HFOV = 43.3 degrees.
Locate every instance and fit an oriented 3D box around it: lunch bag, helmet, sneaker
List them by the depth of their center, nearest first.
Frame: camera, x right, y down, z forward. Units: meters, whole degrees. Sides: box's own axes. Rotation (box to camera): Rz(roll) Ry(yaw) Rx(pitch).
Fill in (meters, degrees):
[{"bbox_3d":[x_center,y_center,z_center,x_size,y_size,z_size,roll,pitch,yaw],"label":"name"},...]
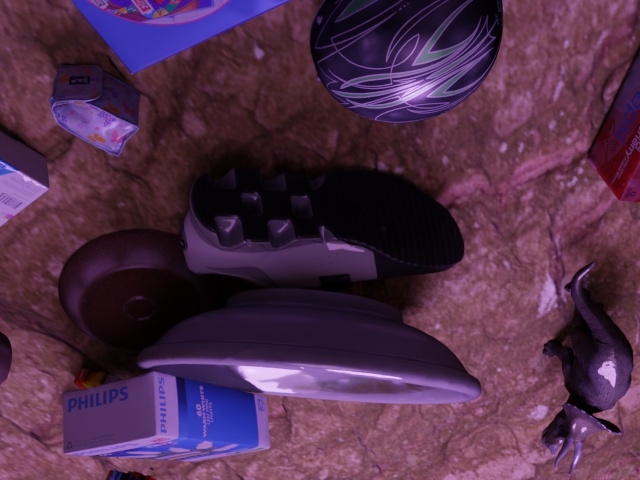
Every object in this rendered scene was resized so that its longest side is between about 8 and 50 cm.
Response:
[{"bbox_3d":[0.079,-0.188,0.742,0.169,0.161,0.169,20,148,14],"label":"helmet"},{"bbox_3d":[-0.223,-0.135,0.794,0.083,0.071,0.053,27,121,-28],"label":"lunch bag"},{"bbox_3d":[0.000,0.000,0.936,0.331,0.122,0.146,7,146,-17],"label":"sneaker"}]

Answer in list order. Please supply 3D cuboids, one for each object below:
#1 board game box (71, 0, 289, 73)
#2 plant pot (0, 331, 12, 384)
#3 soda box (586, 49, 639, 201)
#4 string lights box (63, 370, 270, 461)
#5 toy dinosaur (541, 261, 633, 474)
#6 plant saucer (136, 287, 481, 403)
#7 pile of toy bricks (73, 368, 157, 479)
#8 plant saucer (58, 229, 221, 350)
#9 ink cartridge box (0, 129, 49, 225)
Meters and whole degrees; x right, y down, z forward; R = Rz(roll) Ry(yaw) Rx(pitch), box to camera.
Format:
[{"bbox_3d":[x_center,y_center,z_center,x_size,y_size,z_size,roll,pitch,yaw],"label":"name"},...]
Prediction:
[{"bbox_3d":[-0.076,-0.297,0.623,0.347,0.078,0.233,-17,133,24],"label":"board game box"},{"bbox_3d":[-0.459,0.130,0.919,0.167,0.167,0.165,-32,135,15],"label":"plant pot"},{"bbox_3d":[0.393,-0.168,0.872,0.083,0.092,0.263,2,129,-16],"label":"soda box"},{"bbox_3d":[-0.185,0.228,1.017,0.133,0.076,0.260,-15,158,22],"label":"string lights box"},{"bbox_3d":[0.380,0.161,1.099,0.121,0.160,0.313,-3,131,-9],"label":"toy dinosaur"},{"bbox_3d":[-0.010,0.127,0.962,0.401,0.100,0.400,5,166,1],"label":"plant saucer"},{"bbox_3d":[-0.288,0.263,1.105,0.105,0.118,0.212,6,147,26],"label":"pile of toy bricks"},{"bbox_3d":[-0.221,0.074,0.992,0.199,0.036,0.198,-5,131,-6],"label":"plant saucer"},{"bbox_3d":[-0.358,-0.056,0.835,0.122,0.052,0.088,-34,141,15],"label":"ink cartridge box"}]
